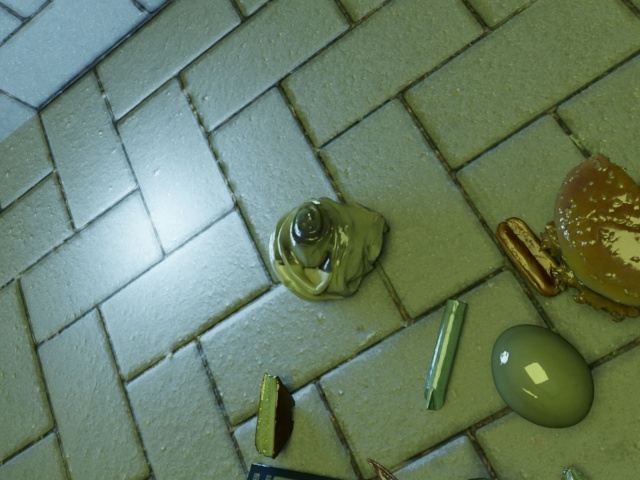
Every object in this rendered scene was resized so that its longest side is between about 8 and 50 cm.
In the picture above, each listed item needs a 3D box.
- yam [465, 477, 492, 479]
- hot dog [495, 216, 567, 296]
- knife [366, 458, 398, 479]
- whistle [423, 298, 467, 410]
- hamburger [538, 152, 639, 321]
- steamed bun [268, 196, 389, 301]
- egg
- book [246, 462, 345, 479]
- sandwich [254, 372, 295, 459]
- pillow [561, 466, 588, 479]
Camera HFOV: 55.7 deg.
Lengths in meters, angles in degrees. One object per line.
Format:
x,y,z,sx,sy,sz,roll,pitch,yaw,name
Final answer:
0.389,0.658,1.485,0.154,0.254,0.153,-4,59,6,yam
0.567,0.045,1.640,0.100,0.068,0.249,-29,70,-9,hot dog
0.216,0.688,1.661,0.247,0.018,0.035,42,98,29,knife
0.342,0.316,1.677,0.062,0.062,0.312,12,81,27,whistle
0.703,0.019,1.479,0.287,0.268,0.445,-36,66,15,hamburger
0.000,0.000,1.819,0.394,0.237,0.346,-32,65,15,steamed bun
0.541,0.333,1.492,0.219,0.219,0.269,-46,57,7,egg
-0.050,0.802,1.686,0.428,0.039,0.300,1,55,26,book
-0.138,0.526,1.833,0.090,0.088,0.244,-2,79,33,sandwich
0.640,0.723,1.388,0.310,0.138,0.283,28,89,31,pillow
